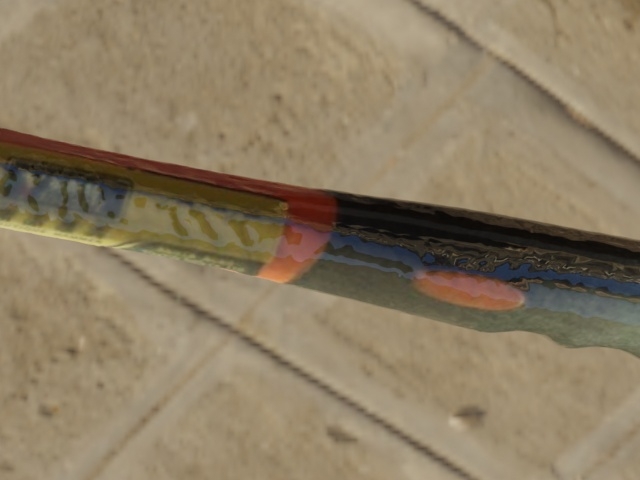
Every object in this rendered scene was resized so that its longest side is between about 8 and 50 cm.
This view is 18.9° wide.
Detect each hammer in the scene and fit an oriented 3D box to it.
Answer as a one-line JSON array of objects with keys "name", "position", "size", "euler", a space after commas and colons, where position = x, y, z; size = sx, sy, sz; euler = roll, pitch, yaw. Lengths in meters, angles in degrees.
[{"name": "hammer", "position": [0.000, 0.000, 0.416], "size": [0.287, 0.033, 0.111], "euler": [12, 111, -14]}]
